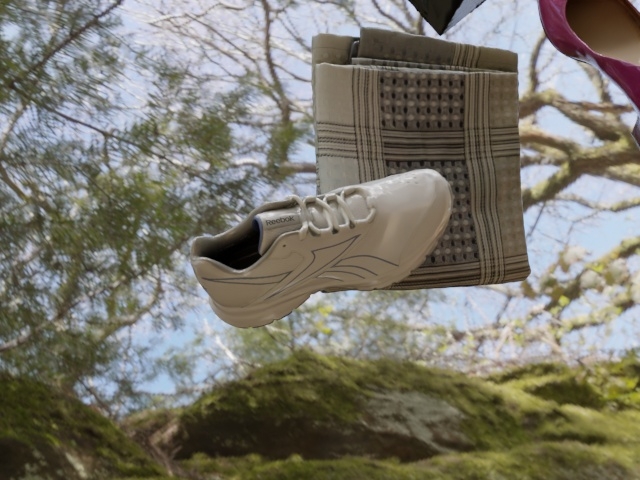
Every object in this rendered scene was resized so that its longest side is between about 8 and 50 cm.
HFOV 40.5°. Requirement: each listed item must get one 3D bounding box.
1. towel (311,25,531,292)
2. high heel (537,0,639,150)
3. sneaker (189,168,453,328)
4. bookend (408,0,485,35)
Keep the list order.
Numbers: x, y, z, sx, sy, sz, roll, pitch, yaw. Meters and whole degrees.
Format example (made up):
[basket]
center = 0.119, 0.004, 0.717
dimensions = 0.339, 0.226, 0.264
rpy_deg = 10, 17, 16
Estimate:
[towel]
center = 0.134, -0.101, 1.085
dimensions = 0.312, 0.056, 0.324
rpy_deg = -1, -94, -24
[high heel]
center = 0.399, -0.280, 1.127
dimensions = 0.127, 0.377, 0.181
rpy_deg = -25, -24, -5
[sneaker]
center = 0.000, 0.000, 0.921
dimensions = 0.297, 0.111, 0.129
rpy_deg = -25, -33, 6
[bookend]
center = 0.143, -0.256, 0.659
dimensions = 0.156, 0.157, 0.072
rpy_deg = -39, -94, -11
